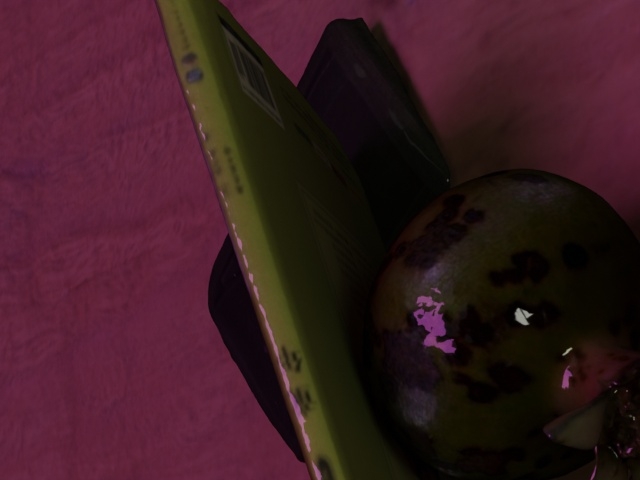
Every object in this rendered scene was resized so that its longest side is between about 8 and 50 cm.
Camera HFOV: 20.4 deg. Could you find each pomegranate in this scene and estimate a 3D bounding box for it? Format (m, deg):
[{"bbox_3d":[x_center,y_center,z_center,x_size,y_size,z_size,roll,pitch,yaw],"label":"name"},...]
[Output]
[{"bbox_3d":[0.097,0.053,0.782,0.169,0.148,0.148,56,138,40],"label":"pomegranate"}]

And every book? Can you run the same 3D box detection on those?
[{"bbox_3d":[0.014,0.059,0.865,0.239,0.035,0.352,46,-157,-61],"label":"book"}]

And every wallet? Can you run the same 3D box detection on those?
[{"bbox_3d":[0.000,0.000,1.100,0.168,0.052,0.245,63,140,40],"label":"wallet"}]
